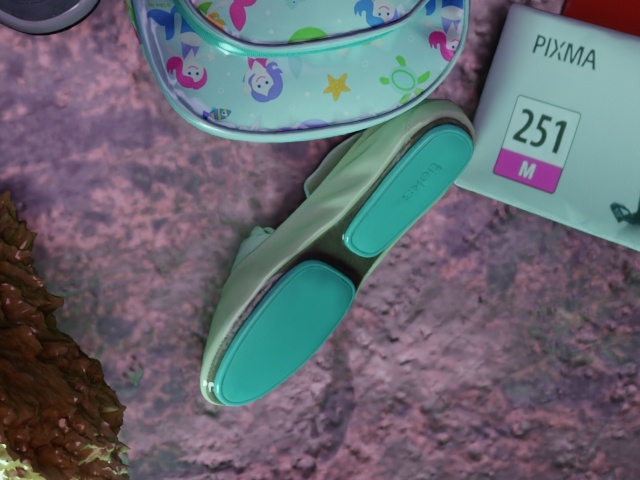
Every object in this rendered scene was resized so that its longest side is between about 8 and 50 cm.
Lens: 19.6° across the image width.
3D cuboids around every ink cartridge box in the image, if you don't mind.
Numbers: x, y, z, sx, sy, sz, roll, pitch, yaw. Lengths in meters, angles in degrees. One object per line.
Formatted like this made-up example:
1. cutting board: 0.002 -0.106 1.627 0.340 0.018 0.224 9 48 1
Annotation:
1. ink cartridge box: 0.229 -0.108 1.132 0.060 0.275 0.239 11 98 -45

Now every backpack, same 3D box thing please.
1. backpack: -0.018 -0.186 1.128 0.225 0.191 0.253 -8 104 -7

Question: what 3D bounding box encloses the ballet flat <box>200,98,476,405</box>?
1. ballet flat: 0.000 0.000 1.208 0.086 0.086 0.248 44 90 -11

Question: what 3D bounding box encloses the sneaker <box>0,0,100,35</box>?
1. sneaker: -0.221 -0.263 1.050 0.124 0.178 0.295 -32 84 -2

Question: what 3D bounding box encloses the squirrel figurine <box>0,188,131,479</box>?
1. squirrel figurine: -0.314 0.098 1.028 0.397 0.370 0.281 -15 100 -5
